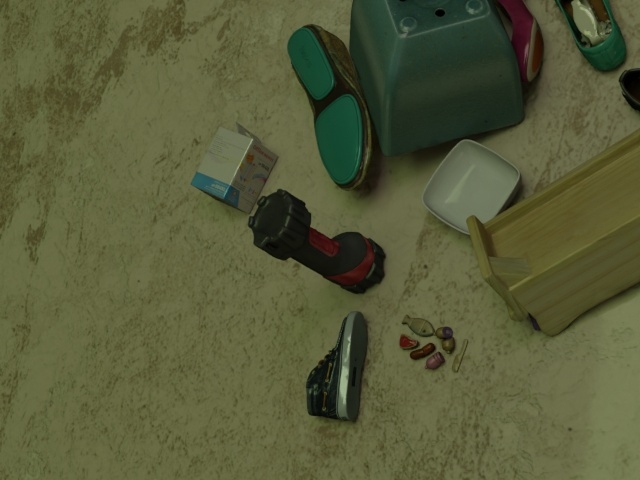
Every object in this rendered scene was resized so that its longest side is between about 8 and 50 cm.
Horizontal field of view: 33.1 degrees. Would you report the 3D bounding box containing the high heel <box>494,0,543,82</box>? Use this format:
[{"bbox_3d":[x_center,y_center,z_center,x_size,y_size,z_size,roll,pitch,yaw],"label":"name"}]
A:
[{"bbox_3d":[0.314,-0.367,1.820,0.117,0.082,0.244,-4,66,22],"label":"high heel"}]

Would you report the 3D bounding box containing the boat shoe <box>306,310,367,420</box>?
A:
[{"bbox_3d":[0.023,0.206,1.792,0.083,0.065,0.183,-1,73,29],"label":"boat shoe"}]

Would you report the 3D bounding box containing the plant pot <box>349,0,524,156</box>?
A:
[{"bbox_3d":[0.182,-0.328,1.740,0.248,0.252,0.247,-15,62,-1],"label":"plant pot"}]

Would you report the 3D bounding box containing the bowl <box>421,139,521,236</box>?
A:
[{"bbox_3d":[0.253,-0.080,1.773,0.142,0.053,0.142,37,92,34],"label":"bowl"}]

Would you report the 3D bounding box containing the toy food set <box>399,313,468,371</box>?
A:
[{"bbox_3d":[0.174,0.169,1.745,0.122,0.019,0.077,15,80,34],"label":"toy food set"}]

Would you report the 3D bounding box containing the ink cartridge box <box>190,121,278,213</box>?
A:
[{"bbox_3d":[-0.156,-0.139,2.010,0.090,0.092,0.143,24,86,34],"label":"ink cartridge box"}]

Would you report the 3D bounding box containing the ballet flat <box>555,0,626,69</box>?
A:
[{"bbox_3d":[0.430,-0.392,1.763,0.083,0.087,0.247,-28,60,19],"label":"ballet flat"}]

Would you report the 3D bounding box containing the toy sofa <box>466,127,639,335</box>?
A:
[{"bbox_3d":[0.417,-0.026,1.610,0.363,0.177,0.150,-33,36,20],"label":"toy sofa"}]

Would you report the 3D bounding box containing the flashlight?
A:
[{"bbox_3d":[0.000,0.000,1.738,0.103,0.304,0.103,-31,59,16],"label":"flashlight"}]

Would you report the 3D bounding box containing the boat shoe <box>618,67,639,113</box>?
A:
[{"bbox_3d":[0.557,-0.198,1.624,0.233,0.079,0.084,32,90,33],"label":"boat shoe"}]

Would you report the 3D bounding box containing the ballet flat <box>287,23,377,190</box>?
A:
[{"bbox_3d":[0.041,-0.237,1.920,0.123,0.123,0.348,-29,62,18],"label":"ballet flat"}]
